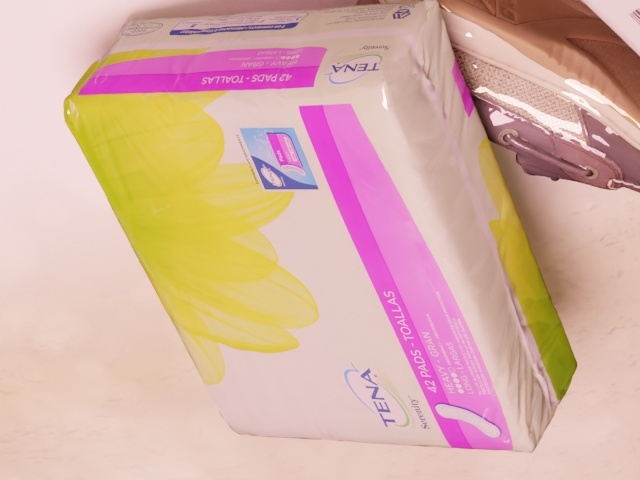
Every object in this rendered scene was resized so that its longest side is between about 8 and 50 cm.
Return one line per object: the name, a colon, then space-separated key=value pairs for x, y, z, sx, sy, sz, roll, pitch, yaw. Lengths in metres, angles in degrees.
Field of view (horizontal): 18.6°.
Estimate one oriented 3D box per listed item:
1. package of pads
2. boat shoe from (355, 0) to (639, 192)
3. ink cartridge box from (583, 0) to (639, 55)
package of pads: x=0.000 y=0.000 z=1.166 sx=0.229 sy=0.101 sz=0.296 roll=0 pitch=132 yaw=31
boat shoe: x=0.144 y=-0.082 z=1.160 sx=0.285 sy=0.103 sz=0.092 roll=26 pitch=130 yaw=-14
ink cartridge box: x=0.195 y=-0.210 z=1.061 sx=0.172 sy=0.100 sz=0.237 roll=-39 pitch=120 yaw=24
